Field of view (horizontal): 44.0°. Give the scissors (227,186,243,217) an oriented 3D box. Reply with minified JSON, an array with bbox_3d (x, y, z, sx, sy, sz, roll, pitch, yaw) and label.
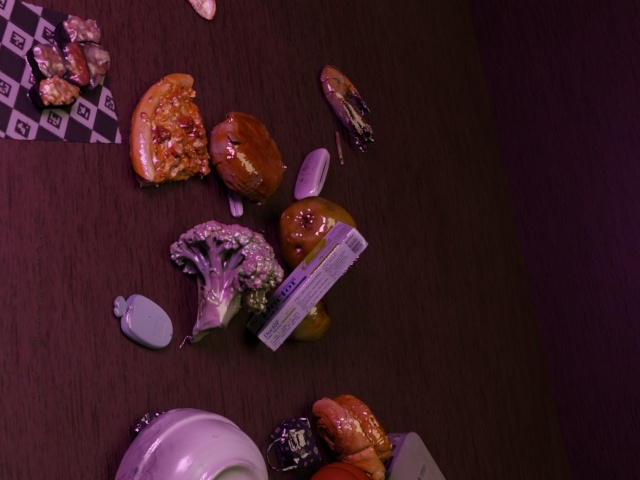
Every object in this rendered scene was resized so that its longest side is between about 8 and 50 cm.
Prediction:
[{"bbox_3d":[-0.213,-0.154,1.920,0.101,0.027,0.205,14,62,-51],"label":"scissors"}]

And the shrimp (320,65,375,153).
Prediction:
[{"bbox_3d":[0.093,-0.415,2.464,0.289,0.075,0.178,52,33,-6],"label":"shrimp"}]

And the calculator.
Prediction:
[{"bbox_3d":[-0.351,0.160,1.575,0.153,0.021,0.095,43,42,-41],"label":"calculator"}]

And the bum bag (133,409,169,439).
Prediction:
[{"bbox_3d":[-0.287,0.415,1.523,0.087,0.049,0.198,-40,112,-48],"label":"bum bag"}]

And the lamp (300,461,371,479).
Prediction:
[{"bbox_3d":[0.031,0.605,1.768,0.223,0.196,0.223,-51,153,-38],"label":"lamp"}]

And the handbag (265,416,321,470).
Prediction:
[{"bbox_3d":[-0.073,0.475,1.791,0.139,0.072,0.115,-21,94,-53],"label":"handbag"}]

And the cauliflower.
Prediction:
[{"bbox_3d":[-0.203,0.100,1.693,0.256,0.238,0.316,65,42,-60],"label":"cauliflower"}]

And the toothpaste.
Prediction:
[{"bbox_3d":[-0.030,0.104,1.842,0.336,0.081,0.067,-48,119,-9],"label":"toothpaste"}]

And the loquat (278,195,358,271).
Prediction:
[{"bbox_3d":[0.000,0.000,2.012,0.246,0.213,0.214,49,37,-57],"label":"loquat"}]

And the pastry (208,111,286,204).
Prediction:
[{"bbox_3d":[-0.171,-0.195,1.886,0.229,0.100,0.218,61,27,-3],"label":"pastry"}]

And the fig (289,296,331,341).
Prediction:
[{"bbox_3d":[-0.035,0.181,1.937,0.153,0.120,0.136,-15,83,-56],"label":"fig"}]

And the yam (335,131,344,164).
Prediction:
[{"bbox_3d":[0.057,-0.276,2.384,0.014,0.014,0.107,8,68,-54],"label":"yam"}]

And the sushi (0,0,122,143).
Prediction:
[{"bbox_3d":[-0.508,-0.337,1.548,0.292,0.059,0.294,-3,79,-56],"label":"sushi"}]

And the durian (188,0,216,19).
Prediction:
[{"bbox_3d":[-0.310,-0.617,1.999,0.066,0.052,0.130,-46,116,-11],"label":"durian"}]

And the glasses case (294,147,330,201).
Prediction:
[{"bbox_3d":[-0.022,-0.179,2.168,0.049,0.074,0.193,50,40,-35],"label":"glasses case"}]

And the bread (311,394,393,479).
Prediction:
[{"bbox_3d":[0.076,0.475,1.905,0.120,0.198,0.236,-34,108,-20],"label":"bread"}]

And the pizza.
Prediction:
[{"bbox_3d":[-0.317,-0.232,1.757,0.226,0.086,0.336,44,41,-34],"label":"pizza"}]

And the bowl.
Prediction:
[{"bbox_3d":[-0.213,0.472,1.456,0.307,0.163,0.307,2,88,-48],"label":"bowl"}]

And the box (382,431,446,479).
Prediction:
[{"bbox_3d":[0.238,0.760,2.076,0.397,0.111,0.396,60,34,-17],"label":"box"}]
